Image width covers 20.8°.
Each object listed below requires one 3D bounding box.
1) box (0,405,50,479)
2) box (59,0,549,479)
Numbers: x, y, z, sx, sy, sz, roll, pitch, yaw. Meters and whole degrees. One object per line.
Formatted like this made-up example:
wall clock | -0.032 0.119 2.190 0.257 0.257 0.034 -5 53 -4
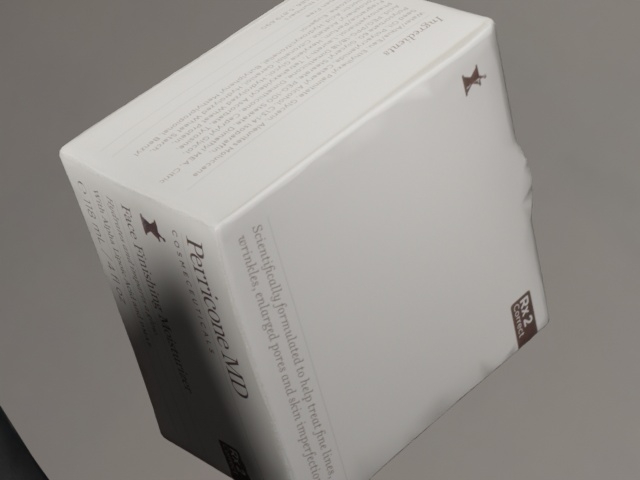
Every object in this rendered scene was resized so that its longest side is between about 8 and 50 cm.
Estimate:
box | -0.226 0.319 0.548 0.297 0.480 0.472 -9 132 16
box | 0.000 0.000 0.831 0.119 0.182 0.181 23 140 43
